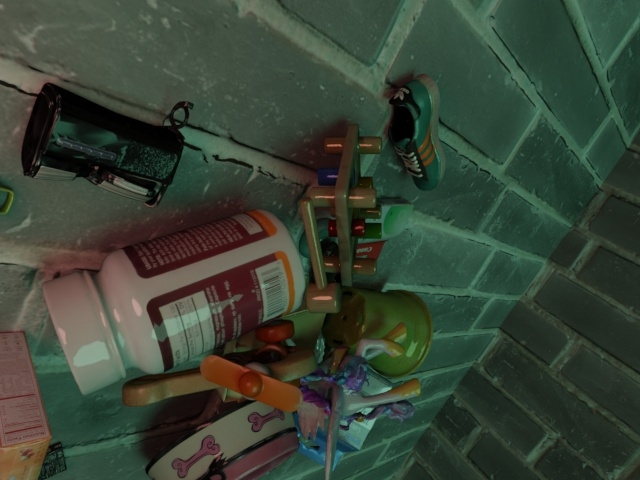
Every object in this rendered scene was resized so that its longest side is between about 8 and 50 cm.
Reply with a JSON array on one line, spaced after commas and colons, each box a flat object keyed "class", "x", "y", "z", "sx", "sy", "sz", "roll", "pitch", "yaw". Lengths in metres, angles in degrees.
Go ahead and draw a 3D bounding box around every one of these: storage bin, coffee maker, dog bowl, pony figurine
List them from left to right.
[{"class": "coffee maker", "x": -0.302, "y": -0.150, "z": 0.601, "sx": 0.178, "sy": 0.120, "sz": 0.172, "roll": 16, "pitch": 86, "yaw": -50}, {"class": "dog bowl", "x": -0.233, "y": 0.572, "z": 1.120, "sx": 0.407, "sy": 0.150, "sz": 0.408, "roll": -26, "pitch": 154, "yaw": -14}, {"class": "storage bin", "x": -0.132, "y": 0.248, "z": 1.067, "sx": 0.260, "sy": 0.123, "sz": 0.263, "roll": -8, "pitch": 127, "yaw": -38}, {"class": "pony figurine", "x": 0.056, "y": 0.381, "z": 1.040, "sx": 0.362, "sy": 0.303, "sz": 0.352, "roll": -3, "pitch": 98, "yaw": -17}]

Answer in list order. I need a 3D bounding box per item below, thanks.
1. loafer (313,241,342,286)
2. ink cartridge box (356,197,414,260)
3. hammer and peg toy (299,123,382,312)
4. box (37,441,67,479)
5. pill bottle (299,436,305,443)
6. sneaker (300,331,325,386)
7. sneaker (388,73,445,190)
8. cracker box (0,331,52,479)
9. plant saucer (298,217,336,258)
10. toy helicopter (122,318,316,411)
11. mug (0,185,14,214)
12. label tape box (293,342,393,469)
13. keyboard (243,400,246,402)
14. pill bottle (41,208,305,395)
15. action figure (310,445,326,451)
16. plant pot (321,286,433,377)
[{"class": "loafer", "x": 0.034, "y": 0.100, "z": 1.106, "sx": 0.080, "sy": 0.078, "sz": 0.220, "roll": -46, "pitch": 157, "yaw": -33}, {"class": "ink cartridge box", "x": 0.151, "y": -0.009, "z": 1.181, "sx": 0.180, "sy": 0.056, "sz": 0.225, "roll": -7, "pitch": 124, "yaw": -40}, {"class": "hammer and peg toy", "x": 0.057, "y": -0.043, "z": 0.850, "sx": 0.362, "sy": 0.127, "sz": 0.266, "roll": -77, "pitch": 165, "yaw": -46}, {"class": "box", "x": -0.587, "y": 0.477, "z": 0.903, "sx": 0.067, "sy": 0.018, "sz": 0.084, "roll": -14, "pitch": 130, "yaw": -36}, {"class": "pill bottle", "x": -0.127, "y": 0.673, "z": 1.422, "sx": 0.208, "sy": 0.119, "sz": 0.119, "roll": -26, "pitch": 136, "yaw": -25}, {"class": "sneaker", "x": -0.065, "y": 0.355, "z": 1.253, "sx": 0.094, "sy": 0.090, "sz": 0.235, "roll": 8, "pitch": 114, "yaw": -36}, {"class": "sneaker", "x": 0.222, "y": -0.236, "z": 1.026, "sx": 0.121, "sy": 0.108, "sz": 0.302, "roll": -33, "pitch": 131, "yaw": -18}, {"class": "cracker box", "x": -0.494, "y": 0.277, "z": 0.656, "sx": 0.067, "sy": 0.232, "sz": 0.156, "roll": 8, "pitch": 115, "yaw": -47}, {"class": "plant saucer", "x": 0.000, "y": 0.000, "z": 1.067, "sx": 0.119, "sy": 0.021, "sz": 0.120, "roll": -25, "pitch": 136, "yaw": -27}, {"class": "toy helicopter", "x": -0.176, "y": 0.255, "z": 0.781, "sx": 0.354, "sy": 0.235, "sz": 0.140, "roll": -6, "pitch": 92, "yaw": -19}, {"class": "mug", "x": -0.461, "y": -0.060, "z": 0.562, "sx": 0.062, "sy": 0.078, "sz": 0.064, "roll": 23, "pitch": 96, "yaw": -17}, {"class": "label tape box", "x": 0.041, "y": 0.529, "z": 1.310, "sx": 0.240, "sy": 0.106, "sz": 0.334, "roll": 33, "pitch": 78, "yaw": -8}, {"class": "keyboard", "x": -0.174, "y": 0.513, "z": 1.324, "sx": 0.180, "sy": 0.023, "sz": 0.108, "roll": 12, "pitch": 112, "yaw": -49}, {"class": "pill bottle", "x": -0.244, "y": 0.097, "z": 0.753, "sx": 0.391, "sy": 0.224, "sz": 0.224, "roll": -20, "pitch": 133, "yaw": -31}, {"class": "action figure", "x": 0.037, "y": 0.584, "z": 1.409, "sx": 0.185, "sy": 0.099, "sz": 0.286, "roll": 1, "pitch": 80, "yaw": -30}, {"class": "plant pot", "x": 0.147, "y": 0.253, "z": 1.257, "sx": 0.253, "sy": 0.276, "sz": 0.276, "roll": 23, "pitch": 104, "yaw": -38}]
